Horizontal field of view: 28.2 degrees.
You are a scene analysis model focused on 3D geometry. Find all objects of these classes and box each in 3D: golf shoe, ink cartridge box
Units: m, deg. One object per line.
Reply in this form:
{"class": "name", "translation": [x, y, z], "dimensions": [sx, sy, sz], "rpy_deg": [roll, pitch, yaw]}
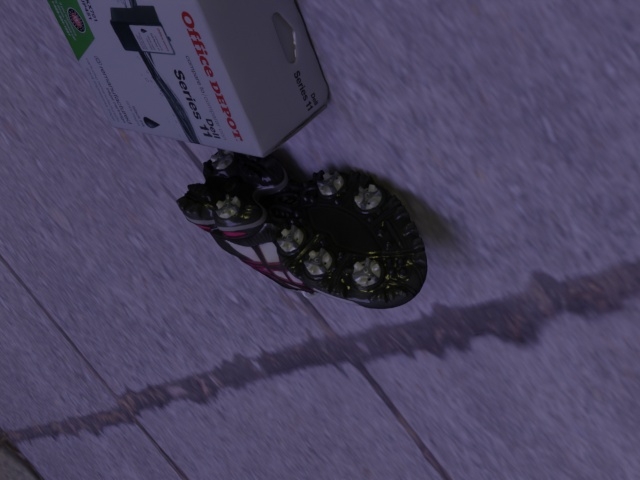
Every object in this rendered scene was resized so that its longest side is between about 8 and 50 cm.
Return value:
{"class": "golf shoe", "translation": [0.000, 0.000, 1.103], "dimensions": [0.273, 0.105, 0.120], "rpy_deg": [26, 161, 43]}
{"class": "ink cartridge box", "translation": [-0.111, -0.162, 1.039], "dimensions": [0.208, 0.087, 0.153], "rpy_deg": [14, 137, 44]}
